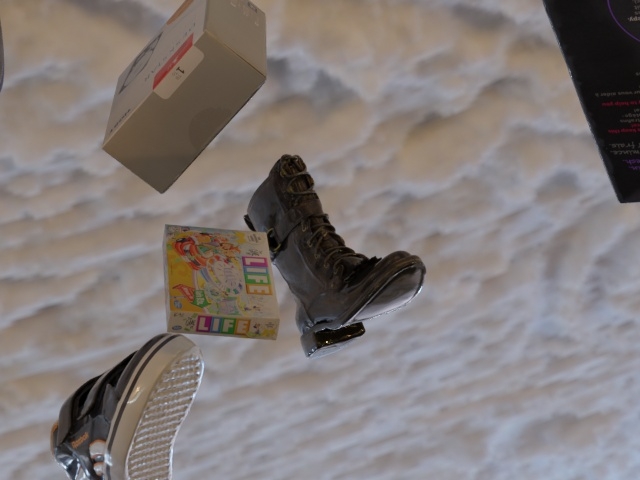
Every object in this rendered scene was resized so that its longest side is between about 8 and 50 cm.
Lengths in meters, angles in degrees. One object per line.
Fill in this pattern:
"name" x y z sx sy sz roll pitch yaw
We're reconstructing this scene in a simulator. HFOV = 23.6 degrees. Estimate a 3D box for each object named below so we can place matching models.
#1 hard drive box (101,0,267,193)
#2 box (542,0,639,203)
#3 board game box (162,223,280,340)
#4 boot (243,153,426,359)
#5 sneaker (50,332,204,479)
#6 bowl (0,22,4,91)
"hard drive box" -0.149 -0.183 1.734 0.089 0.232 0.181 38 108 -19
"box" 0.281 -0.165 1.166 0.165 0.143 0.270 -2 144 24
"board game box" -0.098 0.038 1.475 0.103 0.154 0.026 5 121 -11
"boot" 0.000 0.000 1.800 0.091 0.229 0.263 -12 162 -36
"sneaker" -0.220 0.192 1.658 0.126 0.127 0.321 -38 158 -40
"bowl" -0.513 -0.358 2.062 0.077 0.391 0.391 -12 159 1
